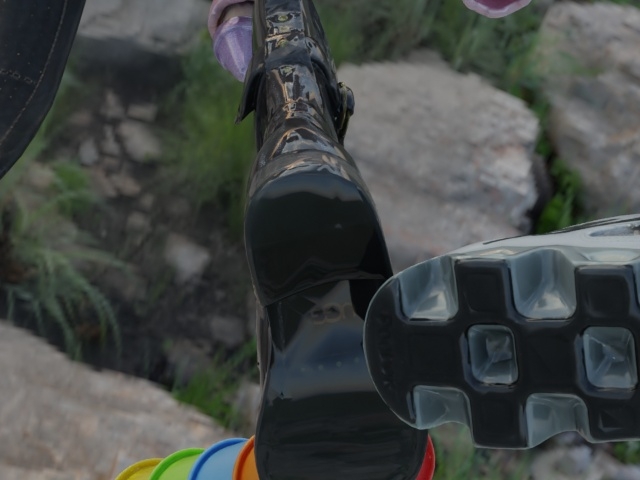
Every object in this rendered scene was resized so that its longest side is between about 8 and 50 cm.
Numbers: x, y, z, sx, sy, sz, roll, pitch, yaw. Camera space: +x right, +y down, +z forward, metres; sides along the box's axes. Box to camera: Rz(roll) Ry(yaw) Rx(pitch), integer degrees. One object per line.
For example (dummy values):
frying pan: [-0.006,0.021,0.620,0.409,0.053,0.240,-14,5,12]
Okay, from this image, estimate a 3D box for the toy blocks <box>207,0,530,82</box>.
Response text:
toy blocks: [0.020,-0.277,1.314,0.289,0.309,0.260,-9,42,5]

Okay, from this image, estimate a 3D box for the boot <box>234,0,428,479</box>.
boot: [0.000,0.000,0.928,0.091,0.263,0.229,-5,32,-2]

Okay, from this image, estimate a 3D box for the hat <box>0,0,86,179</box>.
hat: [-0.270,-0.086,0.897,0.331,0.134,0.331,-1,63,2]

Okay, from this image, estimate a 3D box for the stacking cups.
stacking cups: [-0.032,0.162,1.088,0.096,0.316,0.096,12,67,-31]

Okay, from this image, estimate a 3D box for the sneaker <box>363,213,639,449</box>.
sneaker: [0.198,0.036,0.777,0.331,0.122,0.146,7,17,27]
